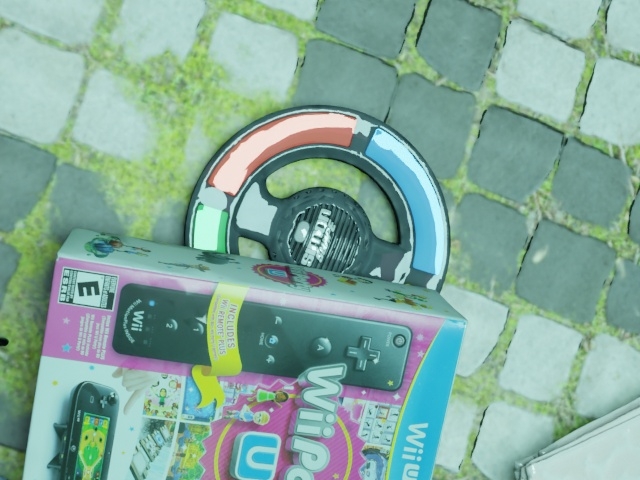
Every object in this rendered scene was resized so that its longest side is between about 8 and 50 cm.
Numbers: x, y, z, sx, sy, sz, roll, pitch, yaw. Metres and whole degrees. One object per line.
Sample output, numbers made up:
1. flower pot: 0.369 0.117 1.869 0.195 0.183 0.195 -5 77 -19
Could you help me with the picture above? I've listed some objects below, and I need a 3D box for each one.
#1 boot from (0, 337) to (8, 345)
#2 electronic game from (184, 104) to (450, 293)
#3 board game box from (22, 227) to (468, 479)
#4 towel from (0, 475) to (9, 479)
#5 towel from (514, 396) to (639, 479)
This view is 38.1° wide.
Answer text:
1. boot: -0.303 0.156 0.683 0.137 0.077 0.198 -1 64 -16
2. electronic game: 0.000 0.000 0.784 0.229 0.048 0.229 0 91 -11
3. board game box: -0.062 0.130 0.721 0.303 0.097 0.224 9 99 -11
4. towel: -0.256 0.304 0.714 0.285 0.034 0.209 34 60 -11
5. towel: 0.347 0.291 0.834 0.317 0.053 0.332 -18 94 -19
